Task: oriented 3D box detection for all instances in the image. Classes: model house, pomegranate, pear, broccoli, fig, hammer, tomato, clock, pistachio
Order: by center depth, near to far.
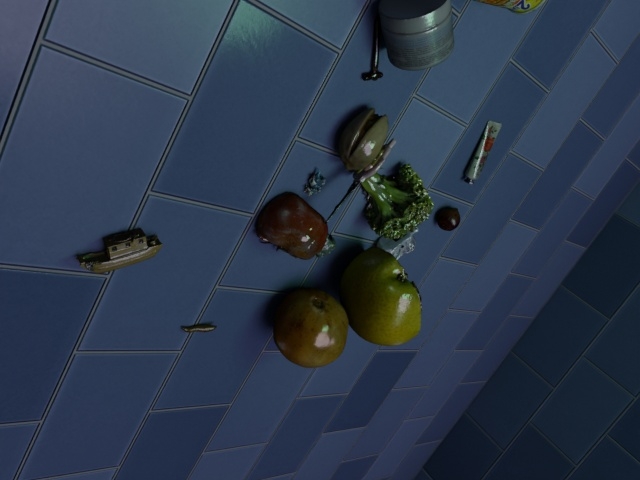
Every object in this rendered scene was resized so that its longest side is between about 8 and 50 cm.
[{"bbox_3d":[0.145,-0.507,1.494,0.065,0.021,0.178,-22,135,-25],"label":"hammer"},{"bbox_3d":[0.120,-0.284,1.595,0.185,0.124,0.124,-55,141,4],"label":"pistachio"},{"bbox_3d":[-0.066,-0.021,1.633,0.180,0.155,0.214,-54,139,4],"label":"tomato"},{"bbox_3d":[0.000,0.000,1.789,0.079,0.066,0.083,-33,123,1],"label":"model house"},{"bbox_3d":[0.251,-0.116,1.804,0.242,0.180,0.273,-48,141,5],"label":"broccoli"},{"bbox_3d":[-0.030,0.291,1.852,0.264,0.264,0.264,-24,136,-25],"label":"pomegranate"},{"bbox_3d":[0.168,0.209,1.906,0.191,0.340,0.386,-22,158,-18],"label":"pear"},{"bbox_3d":[0.275,0.024,2.028,0.176,0.080,0.117,-33,140,-18],"label":"clock"},{"bbox_3d":[0.495,-0.095,2.131,0.125,0.089,0.089,-48,147,-32],"label":"fig"}]

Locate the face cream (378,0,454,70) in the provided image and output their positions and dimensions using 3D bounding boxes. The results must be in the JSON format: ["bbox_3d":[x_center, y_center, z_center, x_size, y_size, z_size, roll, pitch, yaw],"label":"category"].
[{"bbox_3d":[0.244,-0.540,1.428,0.177,0.177,0.153,-36,140,-12],"label":"face cream"}]

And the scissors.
[{"bbox_3d":[0.107,-0.171,1.643,0.024,0.160,0.317,42,75,-16],"label":"scissors"}]

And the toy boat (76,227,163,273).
[{"bbox_3d":[-0.485,0.023,1.370,0.200,0.057,0.077,-20,130,-28],"label":"toy boat"}]

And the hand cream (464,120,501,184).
[{"bbox_3d":[0.582,-0.315,2.040,0.080,0.050,0.234,4,114,-39],"label":"hand cream"}]

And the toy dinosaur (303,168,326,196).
[{"bbox_3d":[-0.016,-0.167,1.639,0.047,0.030,0.083,9,116,-48],"label":"toy dinosaur"}]

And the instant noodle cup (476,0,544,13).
[{"bbox_3d":[0.486,-0.711,1.490,0.174,0.213,0.213,-9,129,-26],"label":"instant noodle cup"}]

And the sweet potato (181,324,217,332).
[{"bbox_3d":[-0.369,0.267,1.712,0.115,0.026,0.026,0,123,-36],"label":"sweet potato"}]
